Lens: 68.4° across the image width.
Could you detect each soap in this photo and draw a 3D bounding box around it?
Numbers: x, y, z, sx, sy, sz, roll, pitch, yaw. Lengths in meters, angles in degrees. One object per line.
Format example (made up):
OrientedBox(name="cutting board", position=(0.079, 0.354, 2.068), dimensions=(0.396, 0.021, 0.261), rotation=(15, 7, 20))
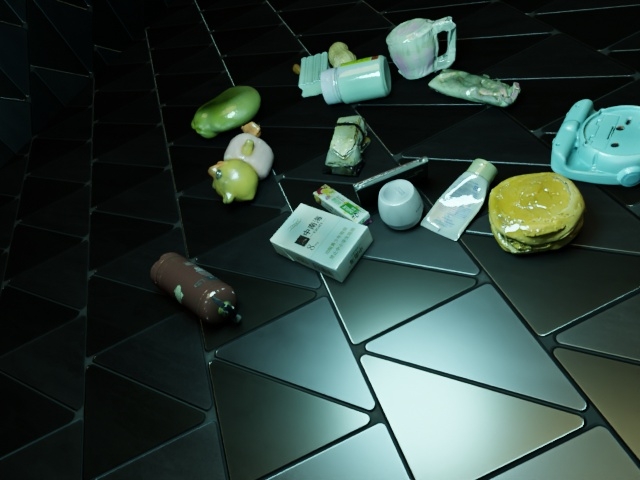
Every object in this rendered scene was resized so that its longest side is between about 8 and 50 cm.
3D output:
OrientedBox(name="soap", position=(-0.021, -0.651, 1.844), dimensions=(0.114, 0.063, 0.198), rotation=(-9, 49, 15))

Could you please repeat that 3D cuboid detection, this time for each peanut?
OrientedBox(name="peanut", position=(0.085, -0.707, 1.827), dimensions=(0.098, 0.090, 0.214), rotation=(-18, 47, -1))

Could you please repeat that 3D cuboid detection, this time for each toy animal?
OrientedBox(name="toy animal", position=(-0.258, -0.231, 1.538), dimensions=(0.169, 0.195, 0.281), rotation=(30, 57, -4))

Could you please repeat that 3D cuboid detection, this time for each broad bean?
OrientedBox(name="broad bean", position=(-0.365, -0.502, 1.835), dimensions=(0.291, 0.119, 0.238), rotation=(-33, 37, -9))

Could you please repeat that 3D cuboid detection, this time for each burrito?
OrientedBox(name="burrito", position=(0.477, -0.479, 1.478), dimensions=(0.096, 0.066, 0.309), rotation=(-46, 46, -13))

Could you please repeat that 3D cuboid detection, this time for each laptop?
OrientedBox(name="laptop", position=(0.195, -0.159, 1.285), dimensions=(0.207, 0.154, 0.026), rotation=(-21, 74, 6))

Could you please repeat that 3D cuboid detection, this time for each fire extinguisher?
OrientedBox(name="fire extinguisher", position=(-0.329, 0.136, 1.269), dimensions=(0.337, 0.135, 0.114), rotation=(24, 70, 36))

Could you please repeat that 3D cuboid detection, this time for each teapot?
OrientedBox(name="teapot", position=(0.351, -0.663, 1.621), dimensions=(0.221, 0.178, 0.163), rotation=(-25, 40, 5))

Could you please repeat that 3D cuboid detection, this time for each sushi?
OrientedBox(name="sushi", position=(0.092, -0.336, 1.497), dimensions=(0.134, 0.109, 0.273), rotation=(7, 55, 28))

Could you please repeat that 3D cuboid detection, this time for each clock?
OrientedBox(name="clock", position=(0.728, -0.239, 1.145), dimensions=(0.274, 0.094, 0.223), rotation=(16, 62, 35))

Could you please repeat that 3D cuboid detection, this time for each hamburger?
OrientedBox(name="hamburger", position=(0.501, -0.066, 1.097), dimensions=(0.214, 0.108, 0.214), rotation=(-16, 48, 18))

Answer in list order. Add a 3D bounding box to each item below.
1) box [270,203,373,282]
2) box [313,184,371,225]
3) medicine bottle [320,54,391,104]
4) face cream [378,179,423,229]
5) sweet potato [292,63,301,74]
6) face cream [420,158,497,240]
OrientedBox(name="box", position=(0.000, 0.000, 1.284), dimensions=(0.243, 0.067, 0.155), rotation=(23, 62, 36))
OrientedBox(name="box", position=(0.060, -0.097, 1.357), dimensions=(0.050, 0.041, 0.207), rotation=(-38, 48, -14))
OrientedBox(name="medicine bottle", position=(0.125, -0.556, 1.648), dimensions=(0.225, 0.139, 0.139), rotation=(-6, 50, 20))
OrientedBox(name="face cream", position=(0.210, -0.094, 1.243), dimensions=(0.117, 0.104, 0.117), rotation=(-13, 49, 15))
OrientedBox(name="sweet potato", position=(-0.095, -0.707, 1.945), dimensions=(0.034, 0.034, 0.095), rotation=(-28, 43, 0))
OrientedBox(name="face cream", position=(0.368, -0.106, 1.226), dimensions=(0.114, 0.070, 0.224), rotation=(31, 81, 39))
